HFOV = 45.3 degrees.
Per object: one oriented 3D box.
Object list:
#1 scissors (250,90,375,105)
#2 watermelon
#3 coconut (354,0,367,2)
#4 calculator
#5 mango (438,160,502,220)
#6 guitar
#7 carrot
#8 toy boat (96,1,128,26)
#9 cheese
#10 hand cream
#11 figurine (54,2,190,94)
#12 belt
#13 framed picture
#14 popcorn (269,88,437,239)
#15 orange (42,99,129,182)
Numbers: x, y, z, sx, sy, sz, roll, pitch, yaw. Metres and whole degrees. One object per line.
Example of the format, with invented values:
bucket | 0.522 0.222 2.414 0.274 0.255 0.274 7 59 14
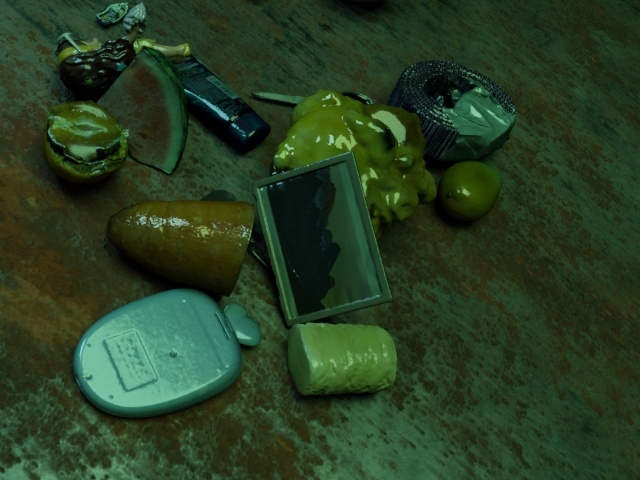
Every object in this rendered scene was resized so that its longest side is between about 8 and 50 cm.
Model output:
scissors | -0.008 -0.290 1.634 0.300 0.022 0.109 3 53 -25
watermelon | -0.306 -0.231 1.353 0.136 0.207 0.202 33 60 32
coconut | 0.114 -0.695 1.854 0.233 0.233 0.245 2 54 -27
calculator | -0.227 0.166 1.182 0.303 0.042 0.188 -19 67 -33
mango | 0.323 -0.109 1.635 0.195 0.092 0.130 -19 67 -42
guitar | -0.127 0.005 1.360 0.233 0.025 0.088 45 48 7
carrot | -0.230 -0.010 1.243 0.225 0.159 0.159 14 52 -6
toy boat | -0.411 -0.454 1.526 0.038 0.038 0.083 38 50 1
cheese | 0.036 0.194 1.267 0.167 0.094 0.123 4 58 -25
hand cream | -0.218 -0.283 1.499 0.270 0.061 0.120 43 47 12
figurine | -0.361 -0.336 1.400 0.240 0.175 0.115 -27 90 -32
belt | 0.292 -0.293 1.713 0.260 0.122 0.325 43 42 19
framed picture | 0.000 0.000 1.307 0.018 0.192 0.265 15 59 -75
popcorn | 0.067 -0.150 1.426 0.316 0.281 0.297 -34 94 -27
orange | -0.395 -0.155 1.276 0.160 0.112 0.170 41 24 18
